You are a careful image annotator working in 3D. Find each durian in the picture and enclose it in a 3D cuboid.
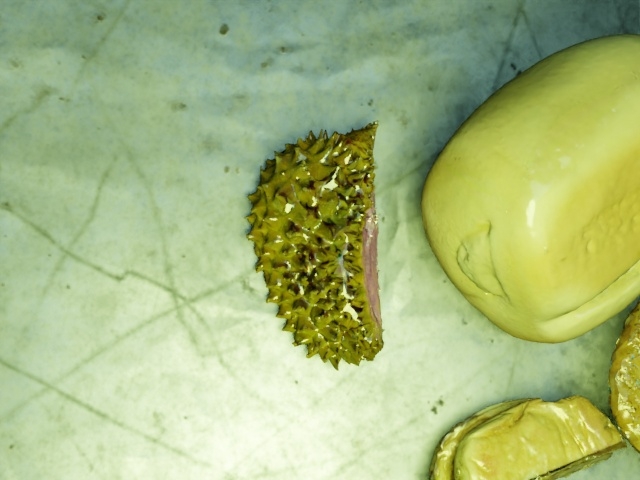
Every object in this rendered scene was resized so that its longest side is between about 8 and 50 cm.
[{"bbox_3d":[0.000,0.001,1.401,0.191,0.112,0.341,1,84,-12],"label":"durian"}]

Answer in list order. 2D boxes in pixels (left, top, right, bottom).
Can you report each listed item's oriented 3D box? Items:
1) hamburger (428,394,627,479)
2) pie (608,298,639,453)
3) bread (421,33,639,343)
[{"bbox_3d":[0.258,0.281,1.410,0.262,0.124,0.131,-16,68,-17],"label":"hamburger"},{"bbox_3d":[0.490,0.188,1.437,0.273,0.069,0.274,13,67,-33],"label":"pie"},{"bbox_3d":[0.321,-0.070,1.384,0.376,0.253,0.348,-40,133,-13],"label":"bread"}]
